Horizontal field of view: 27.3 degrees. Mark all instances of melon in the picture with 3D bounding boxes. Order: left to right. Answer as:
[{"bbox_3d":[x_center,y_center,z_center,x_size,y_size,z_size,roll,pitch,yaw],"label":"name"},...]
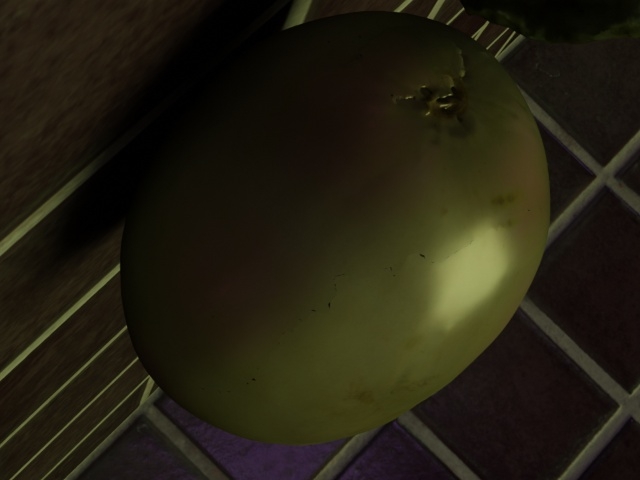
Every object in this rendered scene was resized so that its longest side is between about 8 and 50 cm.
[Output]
[{"bbox_3d":[0.000,0.000,0.771,0.223,0.223,0.317,-43,178,-35],"label":"melon"}]

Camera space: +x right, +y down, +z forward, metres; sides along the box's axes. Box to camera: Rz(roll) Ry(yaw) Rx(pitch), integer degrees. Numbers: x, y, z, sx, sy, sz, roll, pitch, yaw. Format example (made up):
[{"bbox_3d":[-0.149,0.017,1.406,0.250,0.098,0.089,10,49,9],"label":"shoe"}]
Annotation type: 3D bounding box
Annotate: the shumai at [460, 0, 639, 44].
[{"bbox_3d":[0.134,-0.236,0.644,0.222,0.203,0.272,-42,-149,-9],"label":"shumai"}]
